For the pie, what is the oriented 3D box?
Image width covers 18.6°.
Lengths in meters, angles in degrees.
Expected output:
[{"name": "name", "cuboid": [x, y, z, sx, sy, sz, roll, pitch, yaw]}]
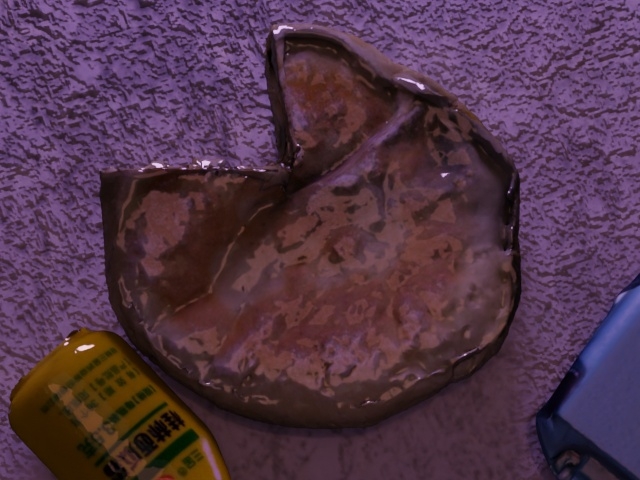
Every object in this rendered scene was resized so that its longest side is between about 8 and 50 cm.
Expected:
[{"name": "pie", "cuboid": [0.000, 0.000, 1.511, 0.337, 0.075, 0.337, 1, 81, -7]}]

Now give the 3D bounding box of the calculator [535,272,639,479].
[{"name": "calculator", "cuboid": [0.296, 0.099, 1.511, 0.173, 0.051, 0.293, 39, 79, 7]}]

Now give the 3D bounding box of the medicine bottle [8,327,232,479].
[{"name": "medicine bottle", "cuboid": [-0.099, 0.198, 1.455, 0.309, 0.076, 0.111, 45, 68, 9]}]
